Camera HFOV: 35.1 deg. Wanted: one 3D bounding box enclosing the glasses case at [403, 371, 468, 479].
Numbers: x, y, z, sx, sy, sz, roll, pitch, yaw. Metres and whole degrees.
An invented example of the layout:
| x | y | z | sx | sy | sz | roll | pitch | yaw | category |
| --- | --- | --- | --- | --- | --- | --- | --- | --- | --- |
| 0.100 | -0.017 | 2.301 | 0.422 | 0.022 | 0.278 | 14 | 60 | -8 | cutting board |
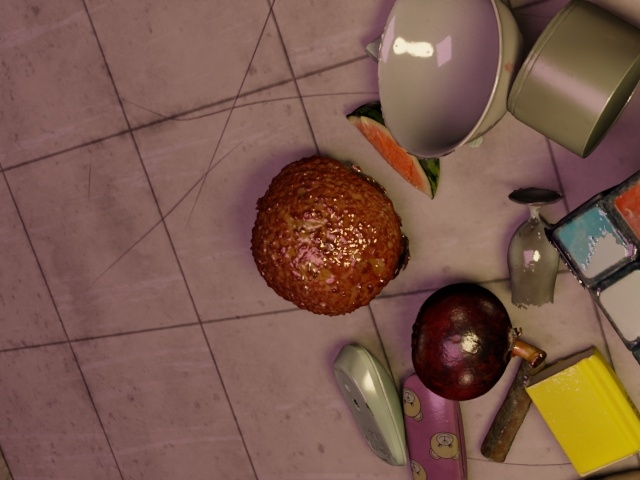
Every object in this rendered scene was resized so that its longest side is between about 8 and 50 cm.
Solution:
| x | y | z | sx | sy | sz | roll | pitch | yaw | category |
| --- | --- | --- | --- | --- | --- | --- | --- | --- | --- |
| 0.249 | 0.430 | 2.181 | 0.123 | 0.076 | 0.316 | 3 | 111 | 33 | glasses case |

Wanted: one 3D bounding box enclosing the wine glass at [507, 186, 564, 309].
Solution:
| x | y | z | sx | sy | sz | roll | pitch | yaw | category |
| --- | --- | --- | --- | --- | --- | --- | --- | --- | --- |
| 0.402 | 0.016 | 1.895 | 0.103 | 0.103 | 0.222 | 9 | 114 | 30 | wine glass |

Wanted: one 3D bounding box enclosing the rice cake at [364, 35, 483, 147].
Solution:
| x | y | z | sx | sy | sz | roll | pitch | yaw | category |
| --- | --- | --- | --- | --- | --- | --- | --- | --- | --- |
| 0.210 | -0.294 | 1.930 | 0.290 | 0.051 | 0.081 | 42 | 93 | 11 | rice cake |

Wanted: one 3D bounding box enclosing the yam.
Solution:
| x | y | z | sx | sy | sz | roll | pitch | yaw | category |
| --- | --- | --- | --- | --- | --- | --- | --- | --- | --- |
| 0.395 | 0.343 | 2.063 | 0.061 | 0.061 | 0.274 | 29 | 121 | 20 | yam |

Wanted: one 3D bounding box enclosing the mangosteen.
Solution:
| x | y | z | sx | sy | sz | roll | pitch | yaw | category |
| --- | --- | --- | --- | --- | --- | --- | --- | --- | --- |
| 0.308 | 0.198 | 1.968 | 0.262 | 0.235 | 0.235 | 8 | 116 | 2 | mangosteen |

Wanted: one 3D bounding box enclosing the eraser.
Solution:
| x | y | z | sx | sy | sz | roll | pitch | yaw | category |
| --- | --- | --- | --- | --- | --- | --- | --- | --- | --- |
| 0.517 | 0.329 | 1.944 | 0.158 | 0.069 | 0.226 | -30 | 95 | 20 | eraser |

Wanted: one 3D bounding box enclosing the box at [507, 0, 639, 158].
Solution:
| x | y | z | sx | sy | sz | roll | pitch | yaw | category |
| --- | --- | --- | --- | --- | --- | --- | --- | --- | --- |
| 0.433 | -0.270 | 1.674 | 0.149 | 0.226 | 0.226 | 35 | 124 | 17 | box |

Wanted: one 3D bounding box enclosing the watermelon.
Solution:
| x | y | z | sx | sy | sz | roll | pitch | yaw | category |
| --- | --- | --- | --- | --- | --- | --- | --- | --- | --- |
| 0.155 | -0.190 | 2.004 | 0.245 | 0.063 | 0.119 | 43 | 145 | 5 | watermelon |

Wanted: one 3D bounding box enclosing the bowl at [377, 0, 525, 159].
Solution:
| x | y | z | sx | sy | sz | roll | pitch | yaw | category |
| --- | --- | --- | --- | --- | --- | --- | --- | --- | --- |
| 0.258 | -0.310 | 1.787 | 0.345 | 0.157 | 0.345 | 0 | 90 | 59 | bowl |

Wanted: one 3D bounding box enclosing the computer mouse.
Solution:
| x | y | z | sx | sy | sz | roll | pitch | yaw | category |
| --- | --- | --- | --- | --- | --- | --- | --- | --- | --- |
| 0.124 | 0.354 | 2.214 | 0.288 | 0.097 | 0.159 | 63 | 160 | -9 | computer mouse |

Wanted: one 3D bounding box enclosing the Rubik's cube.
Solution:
| x | y | z | sx | sy | sz | roll | pitch | yaw | category |
| --- | --- | --- | --- | --- | --- | --- | --- | --- | --- |
| 0.633 | 0.003 | 1.550 | 0.359 | 0.362 | 0.363 | -42 | 76 | 36 | Rubik's cube |

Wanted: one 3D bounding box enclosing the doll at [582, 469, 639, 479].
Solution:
| x | y | z | sx | sy | sz | roll | pitch | yaw | category |
| --- | --- | --- | --- | --- | --- | --- | --- | --- | --- |
| 0.649 | 0.603 | 1.889 | 0.382 | 0.252 | 0.378 | -42 | 84 | 31 | doll |

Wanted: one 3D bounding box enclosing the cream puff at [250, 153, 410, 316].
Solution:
| x | y | z | sx | sy | sz | roll | pitch | yaw | category |
| --- | --- | --- | --- | --- | --- | --- | --- | --- | --- |
| -0.003 | 0.003 | 2.079 | 0.351 | 0.229 | 0.350 | 12 | 113 | 30 | cream puff |
